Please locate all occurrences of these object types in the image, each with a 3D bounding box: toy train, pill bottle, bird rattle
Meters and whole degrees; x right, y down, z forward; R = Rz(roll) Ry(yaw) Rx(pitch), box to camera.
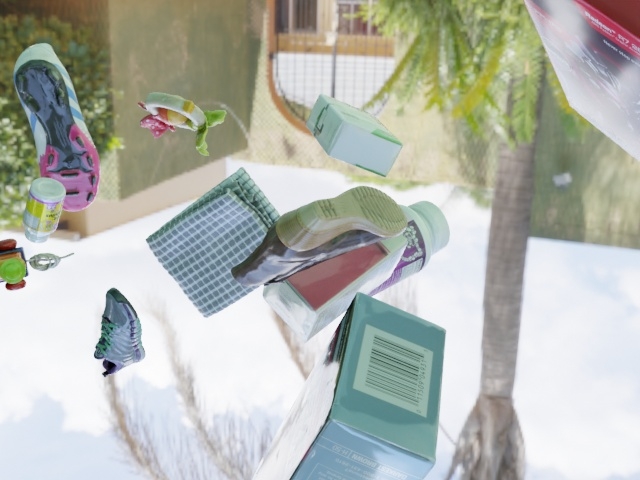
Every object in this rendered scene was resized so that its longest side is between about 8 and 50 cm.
[{"bbox_3d":[-0.602,0.052,1.578,0.248,0.105,0.143,-13,-171,-23],"label":"toy train"},{"bbox_3d":[0.139,0.018,1.776,0.301,0.169,0.169,-25,-151,-30],"label":"pill bottle"},{"bbox_3d":[-0.387,-0.347,2.158,0.253,0.143,0.207,24,168,15],"label":"bird rattle"},{"bbox_3d":[-0.355,-0.036,1.022,0.043,0.083,0.043,18,-144,-14],"label":"pill bottle"}]

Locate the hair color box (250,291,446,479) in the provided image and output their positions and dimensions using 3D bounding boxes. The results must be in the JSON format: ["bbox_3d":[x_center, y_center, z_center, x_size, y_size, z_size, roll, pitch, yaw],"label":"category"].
[{"bbox_3d":[0.006,0.259,0.896,0.113,0.374,0.185,23,-143,-4],"label":"hair color box"}]

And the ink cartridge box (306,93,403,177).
[{"bbox_3d":[0.073,-0.247,1.859,0.160,0.093,0.219,19,-161,-22],"label":"ink cartridge box"}]

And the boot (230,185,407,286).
[{"bbox_3d":[0.000,0.000,1.279,0.248,0.090,0.207,-1,151,-47],"label":"boot"}]

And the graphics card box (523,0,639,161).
[{"bbox_3d":[0.348,-0.203,0.895,0.233,0.094,0.371,51,-170,33],"label":"graphics card box"}]

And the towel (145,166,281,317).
[{"bbox_3d":[-0.212,0.014,1.748,0.283,0.235,0.121,-32,-169,25],"label":"towel"}]

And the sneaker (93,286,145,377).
[{"bbox_3d":[-0.419,0.196,1.628,0.098,0.224,0.083,-35,-127,-30],"label":"sneaker"}]

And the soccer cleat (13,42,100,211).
[{"bbox_3d":[-0.493,-0.217,1.529,0.116,0.331,0.143,-10,-143,-8],"label":"soccer cleat"}]

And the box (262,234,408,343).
[{"bbox_3d":[0.024,0.053,1.463,0.232,0.149,0.127,-36,-107,-26],"label":"box"}]
